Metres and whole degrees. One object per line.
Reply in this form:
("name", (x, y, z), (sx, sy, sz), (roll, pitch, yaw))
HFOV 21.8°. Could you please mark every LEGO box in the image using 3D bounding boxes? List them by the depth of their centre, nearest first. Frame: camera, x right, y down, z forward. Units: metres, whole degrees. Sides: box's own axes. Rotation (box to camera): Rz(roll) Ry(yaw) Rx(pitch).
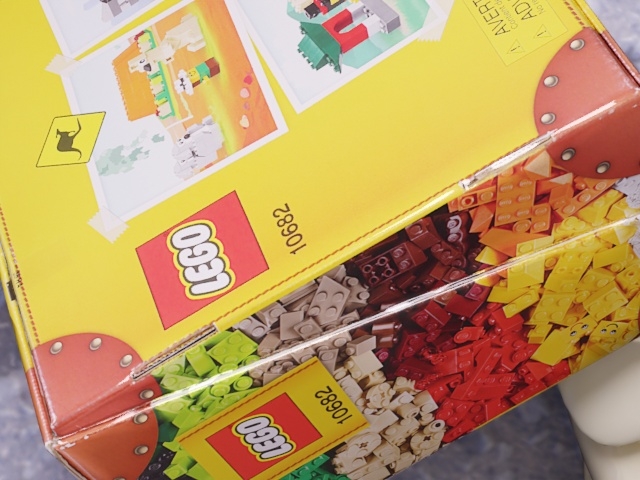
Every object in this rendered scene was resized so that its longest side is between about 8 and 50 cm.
("LEGO box", (-0.031, -0.096, 1.088), (0.372, 0.193, 0.500), (-30, 47, 5))

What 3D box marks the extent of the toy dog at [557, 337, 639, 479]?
("toy dog", (0.314, 0.144, 1.178), (0.395, 0.284, 0.408), (-36, 97, 3))
